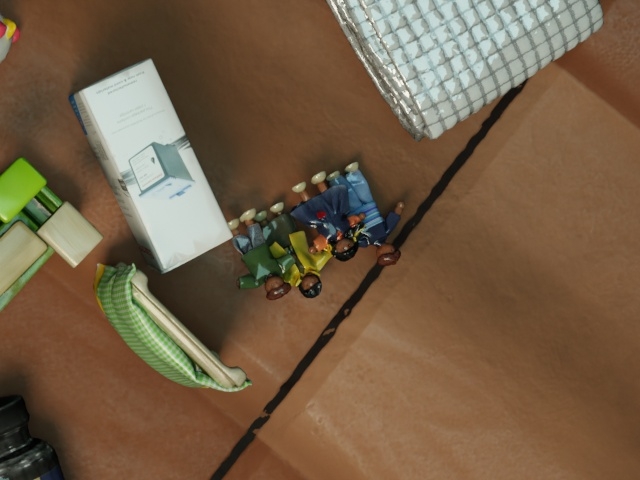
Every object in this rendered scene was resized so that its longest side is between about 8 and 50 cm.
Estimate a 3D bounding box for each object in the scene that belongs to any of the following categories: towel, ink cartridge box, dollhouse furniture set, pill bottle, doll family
[{"bbox_3d":[0.120,-0.276,1.773,0.235,0.121,0.284,-33,100,-6],"label":"towel"},{"bbox_3d":[-0.168,-0.073,1.714,0.082,0.139,0.191,-27,98,-10],"label":"ink cartridge box"},{"bbox_3d":[-0.234,0.078,1.679,0.301,0.197,0.151,45,83,-9],"label":"dollhouse furniture set"},{"bbox_3d":[-0.303,0.269,1.714,0.122,0.123,0.219,-18,96,-9],"label":"pill bottle"},{"bbox_3d":[0.000,0.000,1.782,0.193,0.076,0.111,-30,79,-3],"label":"doll family"}]

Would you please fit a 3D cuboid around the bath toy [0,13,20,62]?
[{"bbox_3d":[-0.364,-0.316,1.677,0.129,0.151,0.348,-17,98,-45],"label":"bath toy"}]
